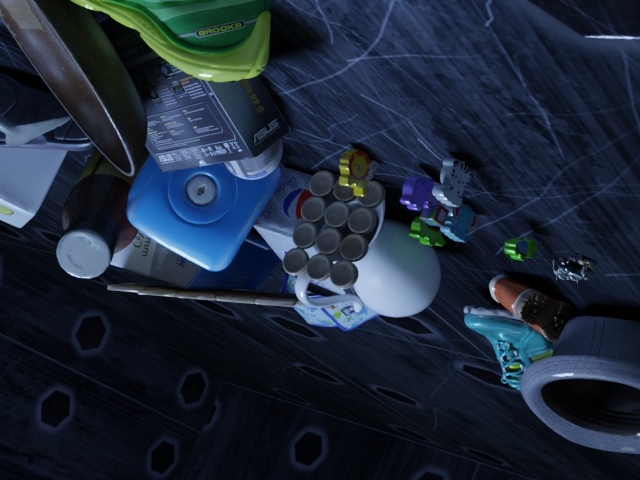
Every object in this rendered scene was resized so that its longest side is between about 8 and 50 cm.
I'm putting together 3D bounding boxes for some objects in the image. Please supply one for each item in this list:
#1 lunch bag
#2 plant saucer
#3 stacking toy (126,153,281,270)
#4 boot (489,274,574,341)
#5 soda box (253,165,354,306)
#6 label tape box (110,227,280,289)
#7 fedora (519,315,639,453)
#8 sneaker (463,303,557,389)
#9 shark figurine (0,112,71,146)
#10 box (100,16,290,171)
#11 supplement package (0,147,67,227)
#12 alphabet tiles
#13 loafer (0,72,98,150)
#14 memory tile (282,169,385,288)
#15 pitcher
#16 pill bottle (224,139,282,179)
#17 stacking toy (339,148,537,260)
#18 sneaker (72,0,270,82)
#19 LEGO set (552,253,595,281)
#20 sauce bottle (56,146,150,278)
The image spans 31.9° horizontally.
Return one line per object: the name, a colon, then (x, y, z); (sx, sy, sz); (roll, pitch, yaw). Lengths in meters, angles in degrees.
lunch bag: (0.025, 0.094, 1.949); (0.151, 0.096, 0.129); (-1, 153, 26)
plant saucer: (-0.268, -0.206, 1.157); (0.310, 0.050, 0.310); (50, 166, 18)
stacking toy: (-0.167, -0.069, 1.591); (0.166, 0.175, 0.302); (32, 179, -5)
boot: (0.304, 0.093, 1.607); (0.158, 0.059, 0.084); (32, -179, -45)
soda box: (0.000, 0.000, 1.623); (0.091, 0.098, 0.286); (18, 165, 21)
label tape box: (-0.195, 0.016, 1.816); (0.347, 0.115, 0.249); (18, -176, 23)
fedora: (0.415, 0.192, 1.592); (0.243, 0.124, 0.275); (-3, 147, 34)
sneaker: (0.320, 0.177, 1.752); (0.275, 0.110, 0.107); (35, 162, -36)
shark figurine: (-0.469, -0.233, 1.475); (0.278, 0.116, 0.166); (43, -173, -3)
box: (-0.151, -0.168, 1.191); (0.231, 0.056, 0.183); (-3, 123, 58)
supplement package: (-0.540, -0.134, 1.855); (0.194, 0.149, 0.203); (27, 166, -16)
alphabet tiles: (-0.148, 0.085, 1.759); (0.342, 0.011, 0.285); (5, 179, 2)
loafer: (-0.413, -0.172, 1.624); (0.302, 0.109, 0.095); (11, 171, 22)
memory tile: (0.018, -0.015, 1.443); (0.113, 0.148, 0.012); (12, 167, 31)
pitcher: (0.065, 0.043, 1.528); (0.125, 0.178, 0.207); (43, -179, 41)
pill bottle: (-0.093, -0.132, 1.333); (0.078, 0.078, 0.137); (19, 165, 14)
stacking toy: (0.147, -0.042, 1.363); (0.167, 0.052, 0.221); (10, 163, 45)
sneaker: (-0.151, -0.249, 0.989); (0.295, 0.123, 0.109); (33, -153, 21)
LEGO set: (0.319, 0.040, 1.430); (0.054, 0.023, 0.083); (20, 165, 13)
sauce bottle: (-0.299, -0.046, 1.554); (0.111, 0.111, 0.344); (25, -159, -9)
